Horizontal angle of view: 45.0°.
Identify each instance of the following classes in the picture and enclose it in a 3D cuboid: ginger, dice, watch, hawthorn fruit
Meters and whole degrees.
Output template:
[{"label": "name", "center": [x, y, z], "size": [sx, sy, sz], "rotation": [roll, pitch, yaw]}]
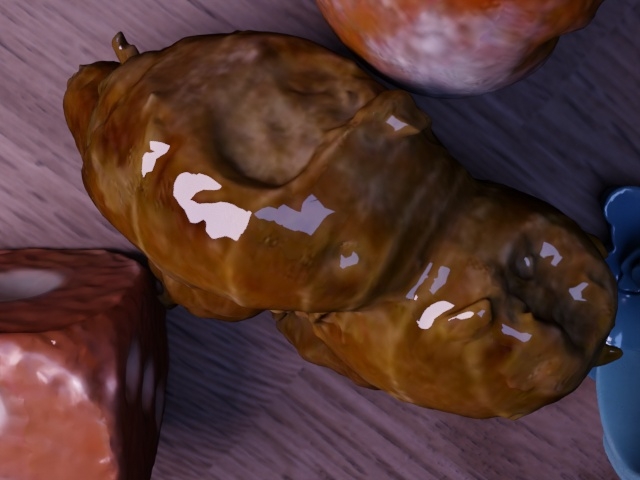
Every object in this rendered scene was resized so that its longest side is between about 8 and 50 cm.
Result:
[{"label": "ginger", "center": [-0.007, -0.007, 0.498], "size": [0.358, 0.274, 0.152], "rotation": [32, 73, -13]}, {"label": "dice", "center": [-0.212, 0.111, 0.562], "size": [0.175, 0.174, 0.179], "rotation": [2, 109, -1]}, {"label": "watch", "center": [0.255, 0.072, 0.530], "size": [0.211, 0.193, 0.210], "rotation": [0, 111, -1]}, {"label": "hawthorn fruit", "center": [0.095, -0.212, 0.415], "size": [0.235, 0.231, 0.262], "rotation": [-15, 108, -35]}]
